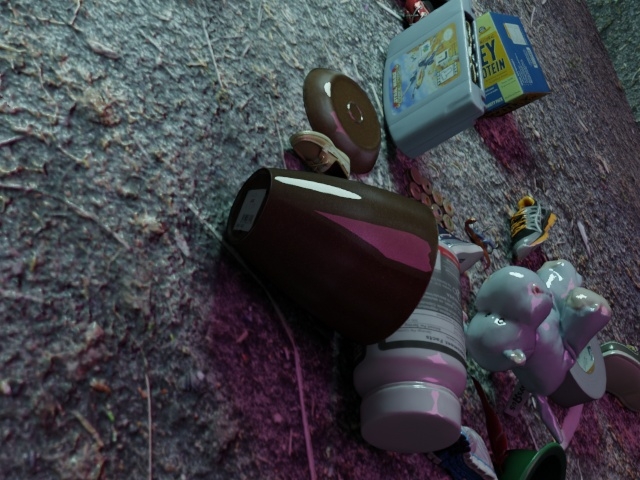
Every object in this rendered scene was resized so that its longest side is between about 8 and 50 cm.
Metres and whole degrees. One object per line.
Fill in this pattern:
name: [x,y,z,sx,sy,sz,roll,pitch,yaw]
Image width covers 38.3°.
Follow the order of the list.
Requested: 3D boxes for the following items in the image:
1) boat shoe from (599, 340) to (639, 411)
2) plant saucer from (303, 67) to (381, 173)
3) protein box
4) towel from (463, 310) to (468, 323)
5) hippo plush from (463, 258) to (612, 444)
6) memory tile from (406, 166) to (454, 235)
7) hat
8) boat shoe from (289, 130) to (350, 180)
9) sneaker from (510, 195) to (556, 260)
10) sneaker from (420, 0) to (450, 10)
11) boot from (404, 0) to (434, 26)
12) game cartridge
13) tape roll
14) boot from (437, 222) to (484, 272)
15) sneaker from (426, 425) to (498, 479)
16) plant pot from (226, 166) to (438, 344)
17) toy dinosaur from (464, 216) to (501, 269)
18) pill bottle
boat shoe: [0.692,0.295,2.087,0.305,0.109,0.091,41,39,-42]
plant saucer: [0.048,-0.210,1.559,0.198,0.036,0.199,34,42,-39]
protein box: [0.397,-0.394,2.089,0.201,0.136,0.200,-16,83,-58]
towel: [0.194,0.127,1.550,0.144,0.029,0.197,56,33,-16]
hippo plush: [0.318,0.150,1.566,0.236,0.234,0.294,20,94,-41]
memory tile: [0.206,-0.061,1.709,0.148,0.012,0.113,39,40,-34]
hat: [0.290,0.380,1.529,0.208,0.183,0.173,-48,135,-28]
boat shoe: [0.004,-0.127,1.427,0.135,0.050,0.045,26,43,-45]
sneaker: [0.440,-0.026,1.972,0.083,0.084,0.215,48,31,-3]
sneaker: [0.206,-0.599,1.968,0.270,0.090,0.145,32,56,-36]
boot: [0.217,-0.407,1.892,0.176,0.088,0.244,55,26,-15]
game cartridge: [0.202,-0.300,1.688,0.062,0.198,0.297,36,42,-39]
tape roll: [0.503,0.228,1.887,0.219,0.072,0.219,33,45,-39]
boot: [0.232,0.007,1.654,0.086,0.069,0.190,51,14,19]
sneaker: [0.213,0.314,1.428,0.191,0.071,0.083,53,27,-34]
plant pot: [0.000,0.000,1.221,0.230,0.215,0.215,25,48,-27]
toy dinosaur: [0.313,-0.005,1.803,0.082,0.047,0.090,30,54,-17]
pill bottle: [0.126,0.147,1.317,0.161,0.161,0.283,36,43,-38]
